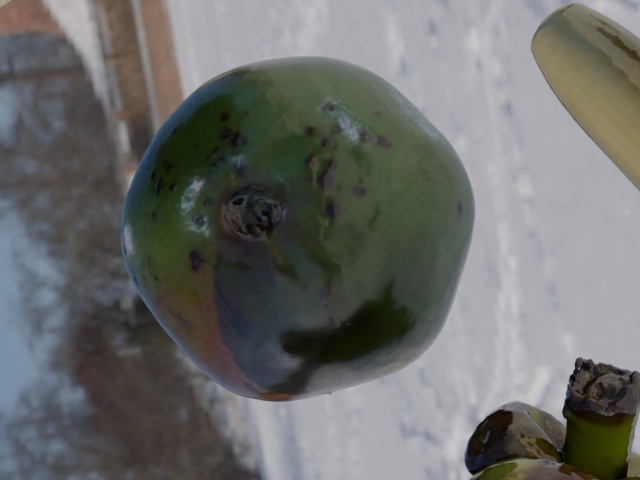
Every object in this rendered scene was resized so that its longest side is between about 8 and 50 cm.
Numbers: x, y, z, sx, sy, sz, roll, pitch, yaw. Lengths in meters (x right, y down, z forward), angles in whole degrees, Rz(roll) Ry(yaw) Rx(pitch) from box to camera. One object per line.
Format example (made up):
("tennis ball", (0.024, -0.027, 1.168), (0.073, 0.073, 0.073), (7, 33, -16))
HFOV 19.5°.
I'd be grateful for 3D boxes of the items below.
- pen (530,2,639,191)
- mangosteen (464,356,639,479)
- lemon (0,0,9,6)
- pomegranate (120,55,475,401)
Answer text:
("pen", (0.136, 0.025, 0.440), (0.233, 0.040, 0.032), (49, 134, 16))
("mangosteen", (0.116, 0.161, 0.856), (0.192, 0.192, 0.217), (-118, 46, -76))
("lemon", (-0.259, -0.194, 0.922), (0.245, 0.319, 0.245), (-4, -85, -54))
("pomegranate", (0.000, 0.000, 0.980), (0.224, 0.181, 0.182), (31, -135, -66))
